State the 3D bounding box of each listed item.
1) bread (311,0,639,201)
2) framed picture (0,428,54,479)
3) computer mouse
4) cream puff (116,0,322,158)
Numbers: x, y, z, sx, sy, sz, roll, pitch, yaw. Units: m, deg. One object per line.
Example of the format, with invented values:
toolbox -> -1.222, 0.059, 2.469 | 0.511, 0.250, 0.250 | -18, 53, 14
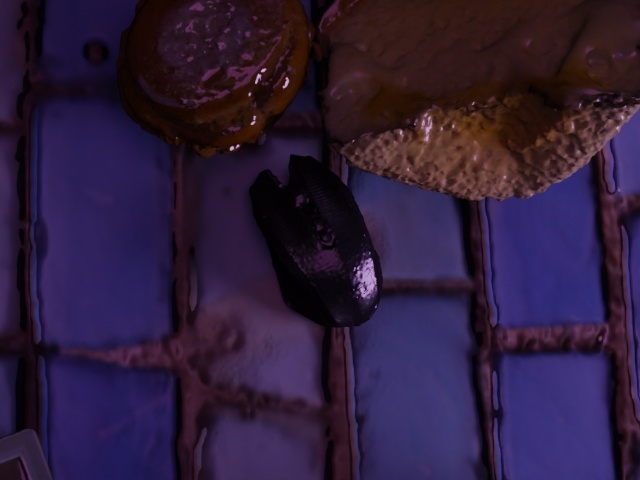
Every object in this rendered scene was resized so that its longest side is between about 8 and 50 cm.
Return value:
bread -> 0.132, -0.116, 1.031 | 0.251, 0.133, 0.174 | -13, 52, 13
framed picture -> -0.240, 0.296, 0.916 | 0.232, 0.019, 0.296 | -18, 85, -32
computer mouse -> 0.000, 0.000, 1.030 | 0.079, 0.047, 0.135 | -26, 85, -16
cream puff -> -0.074, -0.125, 1.003 | 0.144, 0.103, 0.126 | -37, 75, -11
